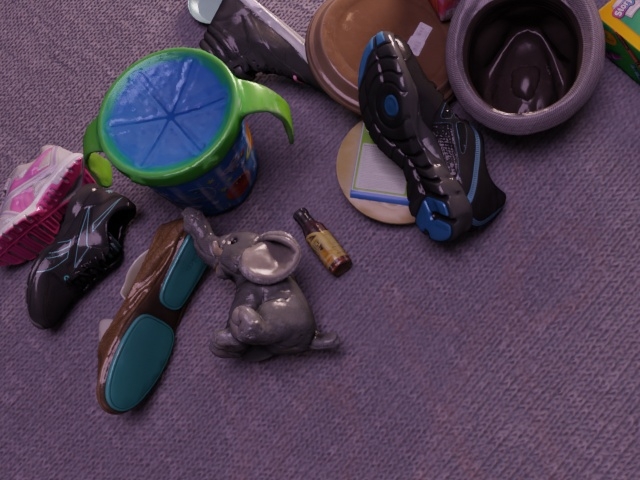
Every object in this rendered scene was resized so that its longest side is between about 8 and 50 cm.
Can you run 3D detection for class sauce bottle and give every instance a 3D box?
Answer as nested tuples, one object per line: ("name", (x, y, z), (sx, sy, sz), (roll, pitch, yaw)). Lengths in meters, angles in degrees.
("sauce bottle", (0.000, 0.000, 1.468), (0.042, 0.042, 0.128), (-38, 62, -3))

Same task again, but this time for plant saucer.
("plant saucer", (-0.191, -0.453, 1.718), (0.119, 0.021, 0.119), (-6, 66, 13))
("plant saucer", (0.113, -0.325, 1.523), (0.278, 0.041, 0.278), (4, 65, -8))

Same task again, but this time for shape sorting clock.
("shape sorting clock", (0.129, -0.121, 1.484), (0.206, 0.040, 0.206), (-2, 73, 5))

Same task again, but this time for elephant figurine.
("elephant figurine", (-0.097, 0.054, 1.401), (0.169, 0.186, 0.239), (-24, 60, 40))

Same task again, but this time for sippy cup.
("sippy cup", (-0.210, -0.155, 1.485), (0.305, 0.224, 0.240), (22, 74, 21))

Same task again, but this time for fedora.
("fedora", (0.326, -0.284, 1.456), (0.243, 0.124, 0.275), (-7, 73, 13))

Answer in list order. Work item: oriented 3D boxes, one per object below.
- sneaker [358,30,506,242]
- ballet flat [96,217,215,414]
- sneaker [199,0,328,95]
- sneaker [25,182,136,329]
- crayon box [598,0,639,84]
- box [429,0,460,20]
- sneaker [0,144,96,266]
("sneaker", (0.168, -0.167, 1.416), (0.139, 0.125, 0.341), (-19, 85, -31))
("ballet flat", (-0.286, 0.111, 1.466), (0.124, 0.116, 0.342), (8, 68, 39))
("sneaker", (-0.089, -0.305, 1.597), (0.296, 0.104, 0.147), (42, 101, 15))
("sneaker", (-0.401, 0.028, 1.526), (0.106, 0.101, 0.267), (16, 73, 18))
("crayon box", (0.592, -0.371, 1.449), (0.278, 0.081, 0.165), (-38, 64, -3))
("box", (0.309, -0.507, 1.512), (0.300, 0.154, 0.142), (-21, 63, -9))
("sneaker", (-0.507, -0.065, 1.600), (0.111, 0.103, 0.252), (31, 71, 28))
